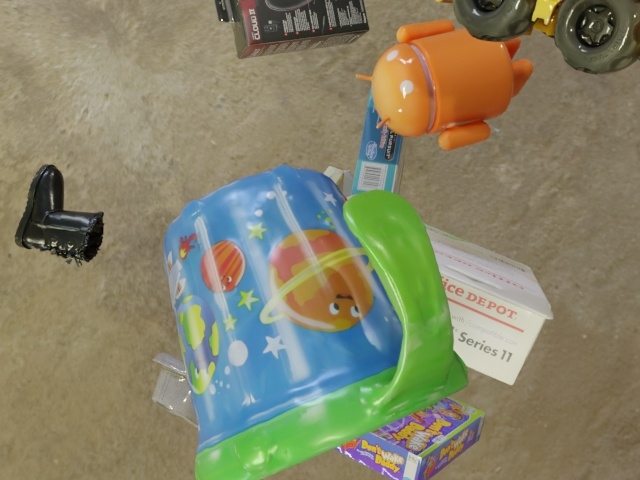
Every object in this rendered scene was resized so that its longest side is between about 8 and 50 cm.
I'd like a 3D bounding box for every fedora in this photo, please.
[{"bbox_3d":[-0.273,0.352,1.472,0.275,0.244,0.124,42,66,-55],"label":"fedora"}]

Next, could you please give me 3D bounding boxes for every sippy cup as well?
[{"bbox_3d":[-0.026,0.067,0.564,0.306,0.240,0.224,-29,74,18],"label":"sippy cup"}]

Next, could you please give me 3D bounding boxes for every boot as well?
[{"bbox_3d":[-0.318,-0.032,0.814,0.099,0.045,0.121,10,74,13],"label":"boot"}]

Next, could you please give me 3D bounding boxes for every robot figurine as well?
[{"bbox_3d":[0.164,-0.207,0.856,0.220,0.128,0.158,-15,112,-8],"label":"robot figurine"}]

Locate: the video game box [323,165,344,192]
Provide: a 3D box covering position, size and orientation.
[{"bbox_3d":[-0.006,-0.041,1.528,0.048,0.187,0.205,20,142,14],"label":"video game box"}]

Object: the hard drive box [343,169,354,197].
[{"bbox_3d":[0.075,-0.072,1.799,0.089,0.181,0.232,-37,105,-13],"label":"hard drive box"}]

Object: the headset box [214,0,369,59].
[{"bbox_3d":[-0.071,-0.502,1.324,0.294,0.110,0.217,-14,94,-18],"label":"headset box"}]

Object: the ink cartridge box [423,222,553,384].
[{"bbox_3d":[0.190,0.077,0.903,0.207,0.353,0.119,23,101,10],"label":"ink cartridge box"}]

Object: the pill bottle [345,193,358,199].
[{"bbox_3d":[0.000,0.000,1.062,0.121,0.216,0.121,10,76,-42],"label":"pill bottle"}]

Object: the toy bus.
[{"bbox_3d":[0.224,-0.245,0.492,0.150,0.220,0.211,-13,127,-39],"label":"toy bus"}]

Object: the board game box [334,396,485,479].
[{"bbox_3d":[0.204,0.433,1.507,0.347,0.234,0.078,-5,109,-55],"label":"board game box"}]

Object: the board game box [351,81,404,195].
[{"bbox_3d":[0.129,-0.149,1.358,0.079,0.336,0.253,9,75,8],"label":"board game box"}]
